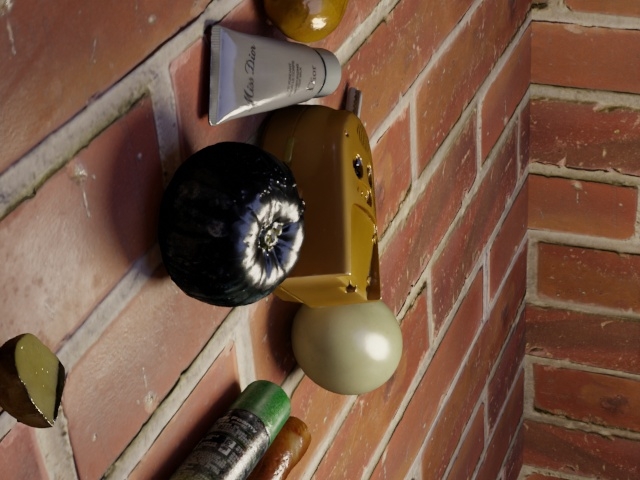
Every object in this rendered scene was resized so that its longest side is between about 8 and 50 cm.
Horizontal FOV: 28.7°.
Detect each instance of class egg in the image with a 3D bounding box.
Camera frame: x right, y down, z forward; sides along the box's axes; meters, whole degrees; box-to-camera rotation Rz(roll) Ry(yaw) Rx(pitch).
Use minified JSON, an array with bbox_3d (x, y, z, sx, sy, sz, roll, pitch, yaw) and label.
[{"bbox_3d":[0.043,0.175,2.217,0.253,0.188,0.189,38,63,-61],"label":"egg"}]

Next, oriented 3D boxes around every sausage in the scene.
[{"bbox_3d":[-0.096,0.403,2.104,0.103,0.076,0.302,90,22,-43],"label":"sausage"}]

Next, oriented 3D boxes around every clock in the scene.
[{"bbox_3d":[-0.005,-0.064,2.023,0.244,0.200,0.317,46,47,-68],"label":"clock"}]

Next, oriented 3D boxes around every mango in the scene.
[{"bbox_3d":[-0.014,-0.396,1.954,0.147,0.109,0.227,60,38,-23],"label":"mango"}]

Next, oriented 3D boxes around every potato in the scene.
[{"bbox_3d":[-0.337,0.150,1.389,0.096,0.066,0.103,-94,164,-46],"label":"potato"}]

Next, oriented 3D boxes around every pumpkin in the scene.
[{"bbox_3d":[-0.123,-0.023,1.735,0.233,0.163,0.233,-29,126,-50],"label":"pumpkin"}]

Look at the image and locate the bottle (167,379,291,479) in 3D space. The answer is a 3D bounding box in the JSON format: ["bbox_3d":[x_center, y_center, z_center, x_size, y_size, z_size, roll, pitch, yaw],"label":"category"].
[{"bbox_3d":[-0.146,0.332,1.917,0.330,0.093,0.093,-48,142,-55],"label":"bottle"}]

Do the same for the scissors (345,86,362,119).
[{"bbox_3d":[0.050,-0.164,2.281,0.118,0.030,0.242,131,-32,-74],"label":"scissors"}]

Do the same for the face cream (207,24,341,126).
[{"bbox_3d":[-0.079,-0.252,1.898,0.314,0.089,0.143,-13,110,-56],"label":"face cream"}]
